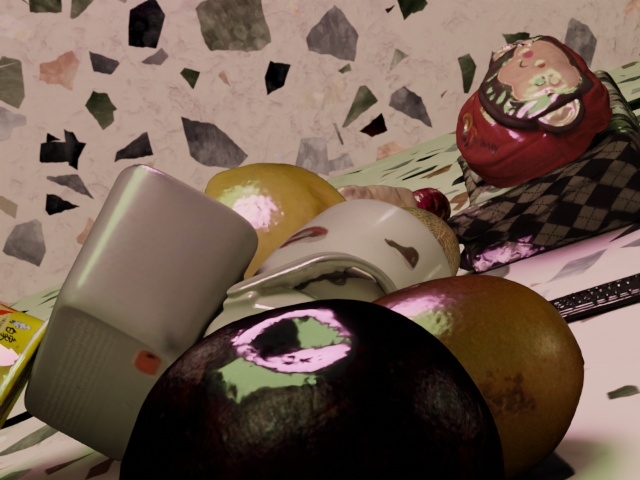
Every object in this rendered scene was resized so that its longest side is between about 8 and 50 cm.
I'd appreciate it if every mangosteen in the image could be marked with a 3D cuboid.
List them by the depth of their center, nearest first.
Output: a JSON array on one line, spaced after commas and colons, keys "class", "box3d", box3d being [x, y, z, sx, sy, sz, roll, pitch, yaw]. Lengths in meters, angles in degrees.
[{"class": "mangosteen", "box3d": [0.005, 0.192, 1.027, 0.275, 0.275, 0.302, -21, 44, -4]}]

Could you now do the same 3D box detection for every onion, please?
[{"class": "onion", "box3d": [0.166, -0.045, 2.487, 0.107, 0.097, 0.107, -24, -33, -17]}]

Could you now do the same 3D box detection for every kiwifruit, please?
[{"class": "kiwifruit", "box3d": [0.113, 0.125, 1.270, 0.234, 0.196, 0.196, -15, 8, -6]}]

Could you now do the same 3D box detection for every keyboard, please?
[{"class": "keyboard", "box3d": [0.333, 0.062, 1.702, 0.250, 0.017, 0.087, -19, 10, 18]}]

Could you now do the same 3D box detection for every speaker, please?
[{"class": "speaker", "box3d": [-0.219, 0.099, 1.712, 0.184, 0.183, 0.406, -62, 3, -30]}]

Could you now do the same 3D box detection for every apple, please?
[{"class": "apple", "box3d": [-0.077, 0.037, 1.956, 0.292, 0.254, 0.292, -18, -16, -5]}]

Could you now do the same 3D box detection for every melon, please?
[{"class": "melon", "box3d": [0.120, 0.022, 2.039, 0.139, 0.139, 0.192, -24, 5, -22]}]

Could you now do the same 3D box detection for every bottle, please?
[{"class": "bottle", "box3d": [0.001, 0.097, 1.625, 0.229, 0.229, 0.351, -16, 10, 30]}]

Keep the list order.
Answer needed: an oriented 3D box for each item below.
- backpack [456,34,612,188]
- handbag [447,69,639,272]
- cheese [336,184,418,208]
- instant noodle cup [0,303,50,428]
[{"class": "backpack", "box3d": [0.287, -0.166, 2.039, 0.229, 0.139, 0.229, -25, 40, 23]}, {"class": "handbag", "box3d": [0.339, -0.098, 2.235, 0.316, 0.180, 0.416, -27, 12, 13]}, {"class": "cheese", "box3d": [0.000, 0.000, 2.252, 0.326, 0.115, 0.318, -17, -13, -5]}, {"class": "instant noodle cup", "box3d": [-0.492, 0.176, 1.803, 0.311, 0.221, 0.311, -61, 4, 8]}]
